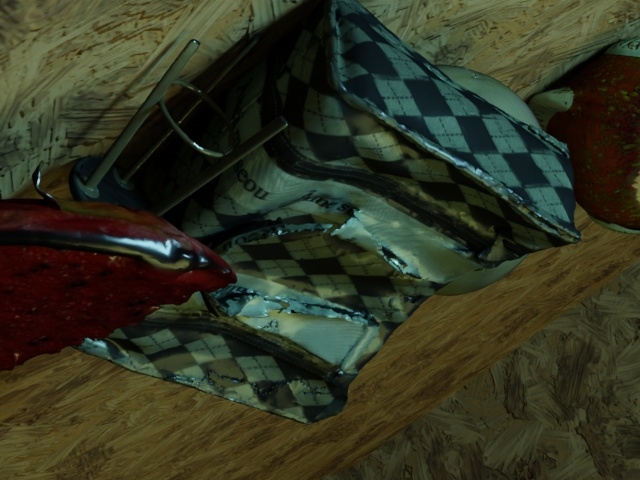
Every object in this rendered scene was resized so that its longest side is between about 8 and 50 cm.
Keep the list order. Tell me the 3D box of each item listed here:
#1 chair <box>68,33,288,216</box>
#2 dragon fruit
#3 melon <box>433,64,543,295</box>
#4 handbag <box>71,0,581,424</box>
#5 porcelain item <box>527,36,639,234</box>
[{"bbox_3d":[-0.133,-0.080,1.558,0.095,0.104,0.221,20,129,-35],"label":"chair"},{"bbox_3d":[-0.265,0.018,1.509,0.343,0.100,0.282,-19,158,30],"label":"dragon fruit"},{"bbox_3d":[0.126,-0.057,1.905,0.223,0.223,0.317,-30,166,-7],"label":"melon"},{"bbox_3d":[0.000,0.000,1.702,0.316,0.180,0.416,29,129,-28],"label":"handbag"},{"bbox_3d":[0.367,-0.135,2.280,0.253,0.253,0.253,-30,167,-8],"label":"porcelain item"}]
